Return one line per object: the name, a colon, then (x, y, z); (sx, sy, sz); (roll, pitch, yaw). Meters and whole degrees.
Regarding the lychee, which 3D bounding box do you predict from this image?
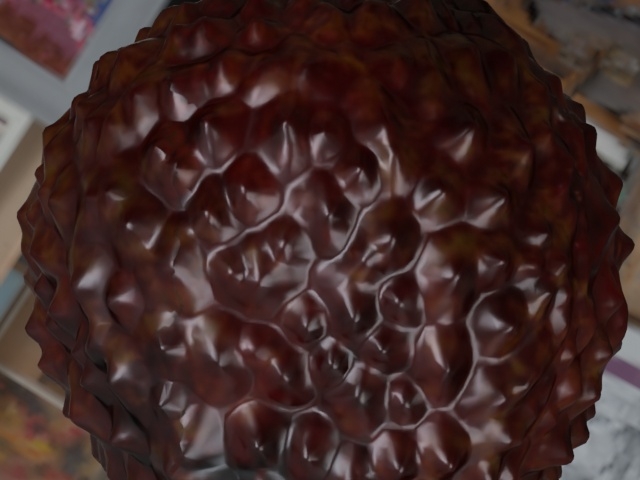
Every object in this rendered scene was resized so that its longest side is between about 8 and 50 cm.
lychee: (0.000, 0.000, 1.081); (0.424, 0.500, 0.424); (-6, 164, -2)
